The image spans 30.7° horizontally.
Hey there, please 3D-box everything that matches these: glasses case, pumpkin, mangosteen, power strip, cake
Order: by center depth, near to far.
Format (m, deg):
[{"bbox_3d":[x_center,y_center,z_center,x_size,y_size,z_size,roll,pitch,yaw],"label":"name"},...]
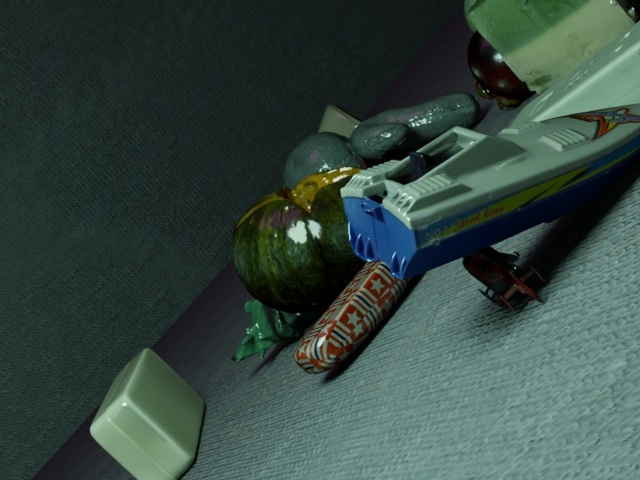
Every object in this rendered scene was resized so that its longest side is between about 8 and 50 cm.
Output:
[{"bbox_3d":[0.286,-0.153,1.150,0.338,0.058,0.098,-39,10,48],"label":"power strip"},{"bbox_3d":[0.049,0.072,1.278,0.194,0.049,0.073,-49,9,-26],"label":"glasses case"},{"bbox_3d":[0.001,0.003,1.479,0.238,0.159,0.238,-23,9,4],"label":"pumpkin"},{"bbox_3d":[0.355,-0.346,1.511,0.283,0.158,0.172,-46,7,-28],"label":"cake"},{"bbox_3d":[-0.234,0.243,1.619,0.070,0.131,0.313,-45,7,3],"label":"glasses case"},{"bbox_3d":[0.265,-0.246,1.647,0.140,0.140,0.140,-45,7,7],"label":"mangosteen"}]

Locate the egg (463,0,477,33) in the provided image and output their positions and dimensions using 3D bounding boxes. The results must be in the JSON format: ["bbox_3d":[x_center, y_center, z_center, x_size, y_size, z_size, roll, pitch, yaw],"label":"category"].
[{"bbox_3d":[0.334,-0.424,2.069,0.149,0.149,0.192,-39,5,42],"label":"egg"}]

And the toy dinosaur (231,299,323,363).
[{"bbox_3d":[-0.019,0.065,1.635,0.292,0.079,0.120,-48,13,-14],"label":"toy dinosaur"}]

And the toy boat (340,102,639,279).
[{"bbox_3d":[0.167,-0.064,0.975,0.295,0.088,0.129,-21,22,-19],"label":"toy boat"}]

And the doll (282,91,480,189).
[{"bbox_3d":[0.103,-0.123,1.847,0.340,0.158,0.246,-17,-2,-1],"label":"doll"}]

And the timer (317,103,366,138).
[{"bbox_3d":[0.026,-0.086,2.059,0.266,0.175,0.175,-60,5,9],"label":"timer"}]

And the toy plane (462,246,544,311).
[{"bbox_3d":[0.145,0.025,0.958,0.037,0.060,0.145,-46,22,-2],"label":"toy plane"}]
